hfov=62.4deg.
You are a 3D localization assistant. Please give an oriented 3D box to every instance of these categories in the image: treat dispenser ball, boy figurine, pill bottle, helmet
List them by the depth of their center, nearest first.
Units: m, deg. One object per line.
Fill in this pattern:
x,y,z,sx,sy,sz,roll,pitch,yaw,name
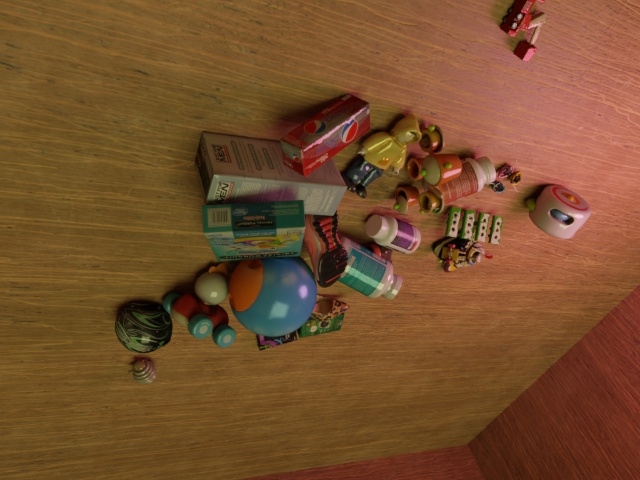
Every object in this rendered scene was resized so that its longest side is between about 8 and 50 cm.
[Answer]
0.196,-0.255,1.597,0.177,0.092,0.285,28,121,-39,boy figurine
-0.154,0.166,1.718,0.288,0.288,0.288,-13,138,-12,treat dispenser ball
-0.591,0.290,1.749,0.161,0.169,0.169,3,134,-50,helmet
0.460,-0.200,1.752,0.216,0.121,0.121,-21,139,-3,pill bottle
0.149,0.106,1.832,0.264,0.146,0.146,29,121,-10,pill bottle
0.250,-0.026,1.845,0.193,0.108,0.108,19,123,-39,pill bottle

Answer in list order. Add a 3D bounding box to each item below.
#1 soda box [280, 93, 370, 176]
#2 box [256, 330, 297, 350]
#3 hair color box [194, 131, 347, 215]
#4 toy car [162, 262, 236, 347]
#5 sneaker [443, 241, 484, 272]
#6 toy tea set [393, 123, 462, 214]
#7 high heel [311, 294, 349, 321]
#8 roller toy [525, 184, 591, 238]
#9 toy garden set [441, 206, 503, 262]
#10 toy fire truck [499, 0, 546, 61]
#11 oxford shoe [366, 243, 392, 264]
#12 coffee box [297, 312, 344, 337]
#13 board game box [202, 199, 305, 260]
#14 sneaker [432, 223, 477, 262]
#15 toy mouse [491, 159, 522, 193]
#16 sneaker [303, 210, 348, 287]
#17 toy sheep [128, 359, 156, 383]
0.017,-0.284,1.407,0.263,0.083,0.092,-38,145,-26,soda box
-0.175,0.383,2.128,0.162,0.029,0.116,-15,138,-12,box
-0.136,-0.178,1.446,0.374,0.185,0.113,3,133,-27,hair color box
-0.359,0.192,1.758,0.210,0.219,0.238,36,83,-45,toy car
0.572,0.078,2.122,0.069,0.084,0.185,19,123,-38,sneaker
0.305,-0.185,1.643,0.124,0.200,0.336,-15,144,-24,toy tea set
-0.004,0.223,1.989,0.261,0.093,0.186,-1,141,-12,high heel
0.909,-0.113,2.001,0.209,0.191,0.146,2,131,-27,roller toy
0.559,-0.008,1.977,0.244,0.049,0.203,9,91,-24,toy garden set
0.569,-0.599,1.445,0.135,0.047,0.192,4,131,-29,toy fire truck
0.227,0.115,1.994,0.098,0.097,0.271,-16,138,-18,oxford shoe
0.001,0.336,2.153,0.184,0.040,0.113,-8,137,-17,coffee box
-0.177,-0.018,1.468,0.254,0.079,0.336,-3,166,-5,board game box
0.549,0.022,2.043,0.235,0.097,0.084,-27,139,2,sneaker
0.650,-0.222,1.887,0.143,0.031,0.161,-16,138,-10,toy mouse
0.000,-0.001,1.696,0.116,0.136,0.313,-22,120,-27,sneaker
-0.658,0.494,1.976,0.091,0.091,0.132,-23,133,-1,toy sheep
